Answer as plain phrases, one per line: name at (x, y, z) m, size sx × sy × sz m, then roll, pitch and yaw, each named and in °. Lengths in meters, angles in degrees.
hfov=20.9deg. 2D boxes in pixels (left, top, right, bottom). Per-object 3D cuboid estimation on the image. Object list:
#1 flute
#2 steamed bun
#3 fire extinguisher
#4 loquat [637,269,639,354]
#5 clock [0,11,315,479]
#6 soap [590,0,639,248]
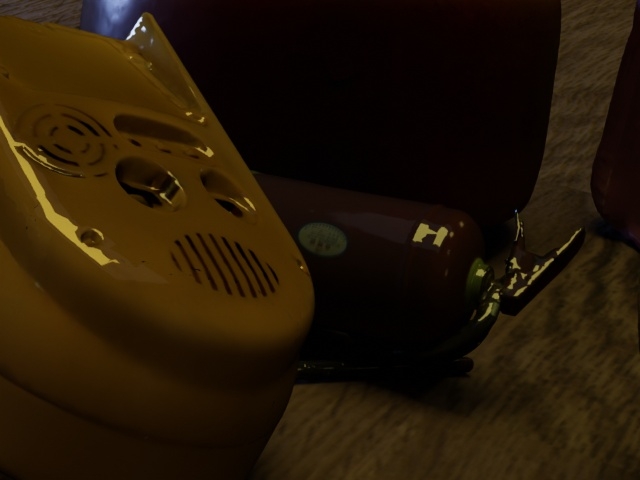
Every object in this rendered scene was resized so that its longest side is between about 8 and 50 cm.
flute at (-0.025, 0.084, 1.110) m, size 0.269 × 0.014 × 0.014 m, roll 0°, pitch 23°, yaw -22°
steamed bun at (0.000, -0.124, 1.341) m, size 0.379 × 0.235 × 0.248 m, roll 7°, pitch 15°, yaw -6°
fire extinguisher at (0.000, 0.000, 1.162) m, size 0.341 × 0.105 × 0.141 m, roll 11°, pitch 60°, yaw 22°
loquat at (0.317, 0.057, 0.946) m, size 0.284 × 0.276 × 0.276 m, roll 13°, pitch 19°, yaw 41°
clock at (-0.140, 0.008, 0.973) m, size 0.244 × 0.200 × 0.317 m, roll 6°, pitch 32°, yaw -44°
soap at (0.365, -0.164, 1.420) m, size 0.233 × 0.360 × 0.128 m, roll -7°, pitch 29°, yaw -34°
